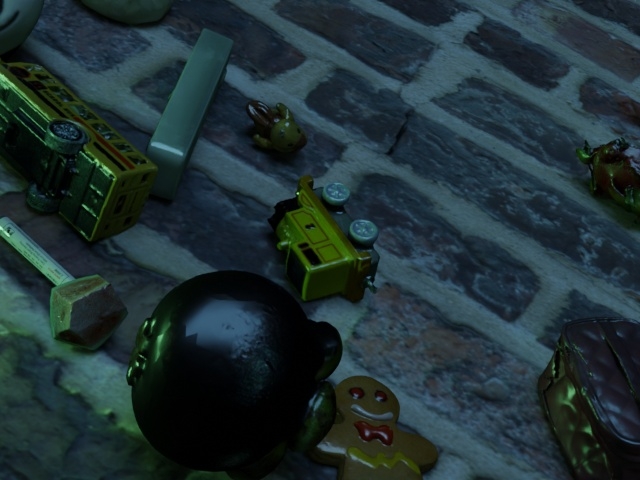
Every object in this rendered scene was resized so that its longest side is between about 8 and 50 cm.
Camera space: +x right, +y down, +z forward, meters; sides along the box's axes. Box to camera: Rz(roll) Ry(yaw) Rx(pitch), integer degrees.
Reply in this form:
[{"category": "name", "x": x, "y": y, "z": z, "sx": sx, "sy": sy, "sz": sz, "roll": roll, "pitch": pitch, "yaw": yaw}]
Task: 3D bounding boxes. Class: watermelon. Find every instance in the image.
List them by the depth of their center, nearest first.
[{"category": "watermelon", "x": -0.279, "y": 0.075, "z": 1.299, "sx": 0.092, "sy": 0.072, "sz": 0.084, "roll": 34, "pitch": 55, "yaw": 14}]

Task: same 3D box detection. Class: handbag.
[{"category": "handbag", "x": 0.374, "y": 0.208, "z": 1.404, "sx": 0.146, "sy": 0.135, "sz": 0.225, "roll": 2, "pitch": 43, "yaw": -16}]

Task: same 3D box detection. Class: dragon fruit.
[{"category": "dragon fruit", "x": 0.518, "y": -0.100, "z": 1.849, "sx": 0.138, "sy": 0.142, "sz": 0.175, "roll": 28, "pitch": 45, "yaw": -53}]

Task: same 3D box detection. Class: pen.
[{"category": "pen", "x": -0.331, "y": 0.037, "z": 1.372, "sx": 0.204, "sy": 0.025, "sz": 0.025, "roll": 39, "pitch": 41, "yaw": 20}]

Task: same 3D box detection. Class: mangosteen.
[{"category": "mangosteen", "x": -0.092, "y": 0.147, "z": 1.203, "sx": 0.243, "sy": 0.243, "sz": 0.243, "roll": 13, "pitch": 39, "yaw": -10}]

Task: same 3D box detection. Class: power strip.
[{"category": "power strip", "x": -0.195, "y": -0.203, "z": 1.666, "sx": 0.062, "sy": 0.091, "sz": 0.385, "roll": 19, "pitch": 38, "yaw": -5}]

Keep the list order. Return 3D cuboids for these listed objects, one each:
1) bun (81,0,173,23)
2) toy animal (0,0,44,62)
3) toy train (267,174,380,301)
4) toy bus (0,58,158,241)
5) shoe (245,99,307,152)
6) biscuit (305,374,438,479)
[{"category": "bun", "x": -0.331, "y": -0.451, "z": 1.891, "sx": 0.183, "sy": 0.102, "sz": 0.183, "roll": 15, "pitch": 37, "yaw": -11}, {"category": "toy animal", "x": -0.559, "y": -0.385, "z": 1.616, "sx": 0.310, "sy": 0.251, "sz": 0.251, "roll": 26, "pitch": 37, "yaw": -14}, {"category": "toy train", "x": 0.000, "y": 0.000, "z": 1.519, "sx": 0.127, "sy": 0.089, "sz": 0.219, "roll": -17, "pitch": 52, "yaw": -25}, {"category": "toy bus", "x": -0.371, "y": -0.144, "z": 1.494, "sx": 0.335, "sy": 0.121, "sz": 0.123, "roll": 40, "pitch": 33, "yaw": 23}, {"category": "shoe", "x": -0.072, "y": -0.172, "z": 1.705, "sx": 0.069, "sy": 0.072, "sz": 0.109, "roll": 36, "pitch": 20, "yaw": -54}, {"category": "biscuit", "x": 0.064, "y": 0.250, "z": 1.289, "sx": 0.165, "sy": 0.036, "sz": 0.250, "roll": 10, "pitch": 39, "yaw": -15}]
